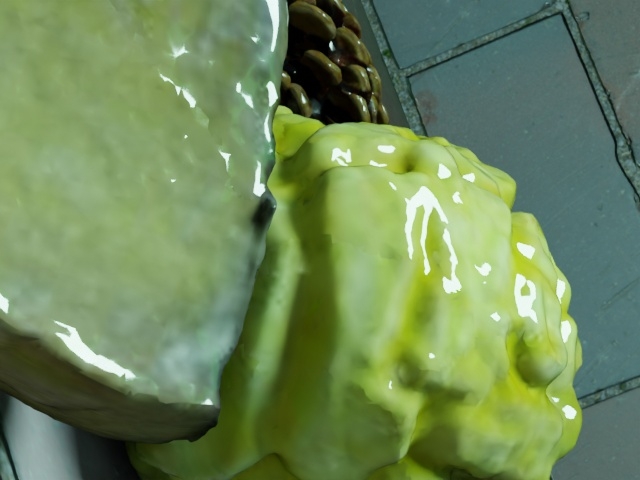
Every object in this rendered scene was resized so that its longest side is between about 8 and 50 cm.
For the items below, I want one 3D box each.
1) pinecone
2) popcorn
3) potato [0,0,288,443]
[{"bbox_3d":[-0.039,-0.100,1.275,0.185,0.169,0.212,57,13,-10],"label":"pinecone"},{"bbox_3d":[-0.002,0.053,0.943,0.237,0.293,0.293,11,47,-33],"label":"popcorn"},{"bbox_3d":[-0.161,-0.044,0.717,0.264,0.211,0.189,26,72,-24],"label":"potato"}]
